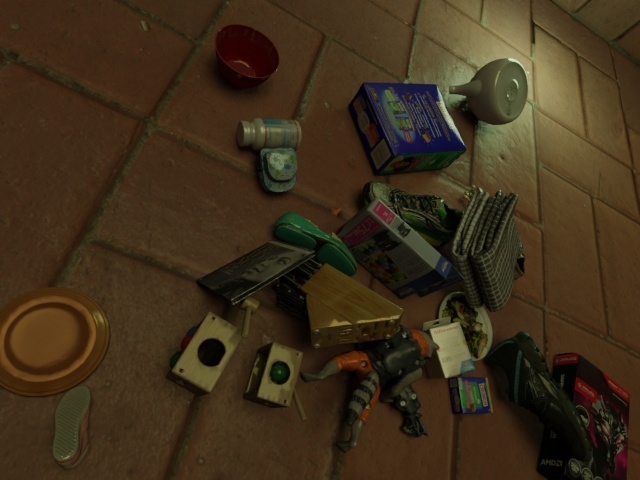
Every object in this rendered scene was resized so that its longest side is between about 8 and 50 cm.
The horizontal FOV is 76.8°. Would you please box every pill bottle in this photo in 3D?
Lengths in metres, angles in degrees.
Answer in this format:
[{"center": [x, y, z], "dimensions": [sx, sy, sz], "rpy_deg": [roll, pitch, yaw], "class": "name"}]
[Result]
[{"center": [-0.139, -0.284, 1.088], "dimensions": [0.160, 0.087, 0.087], "rpy_deg": [-5, 71, -28], "class": "pill bottle"}]

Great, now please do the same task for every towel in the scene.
[{"center": [0.482, 0.022, 1.139], "dimensions": [0.284, 0.121, 0.235], "rpy_deg": [-57, 130, -30], "class": "towel"}]

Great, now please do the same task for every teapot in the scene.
[{"center": [0.655, -0.563, 1.552], "dimensions": [0.253, 0.187, 0.256], "rpy_deg": [-50, 122, -15], "class": "teapot"}]

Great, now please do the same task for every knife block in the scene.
[{"center": [0.027, 0.115, 0.934], "dimensions": [0.275, 0.088, 0.242], "rpy_deg": [-6, 50, -6], "class": "knife block"}]

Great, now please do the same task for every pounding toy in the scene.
[{"center": [-0.207, 0.184, 0.796], "dimensions": [0.094, 0.181, 0.206], "rpy_deg": [33, 58, -9], "class": "pounding toy"}, {"center": [-0.084, 0.293, 0.835], "dimensions": [0.100, 0.141, 0.130], "rpy_deg": [24, 60, -16], "class": "pounding toy"}]

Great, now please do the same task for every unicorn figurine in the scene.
[{"center": [0.530, -0.121, 1.363], "dimensions": [0.111, 0.060, 0.162], "rpy_deg": [44, 57, -3], "class": "unicorn figurine"}]

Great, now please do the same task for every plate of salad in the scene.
[{"center": [0.426, 0.243, 1.164], "dimensions": [0.199, 0.048, 0.200], "rpy_deg": [10, 65, -22], "class": "plate of salad"}]

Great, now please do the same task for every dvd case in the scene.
[{"center": [-0.144, 0.061, 0.903], "dimensions": [0.221, 0.164, 0.018], "rpy_deg": [-29, 117, -33], "class": "dvd case"}]

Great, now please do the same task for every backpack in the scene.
[{"center": [-0.110, -0.182, 1.049], "dimensions": [0.104, 0.084, 0.115], "rpy_deg": [-7, 97, -23], "class": "backpack"}]

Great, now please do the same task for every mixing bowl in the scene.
[{"center": [-0.216, -0.499, 1.135], "dimensions": [0.181, 0.098, 0.182], "rpy_deg": [11, 64, -23], "class": "mixing bowl"}]

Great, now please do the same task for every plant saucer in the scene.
[{"center": [-0.498, 0.180, 0.742], "dimensions": [0.199, 0.037, 0.200], "rpy_deg": [11, 64, -23], "class": "plant saucer"}]

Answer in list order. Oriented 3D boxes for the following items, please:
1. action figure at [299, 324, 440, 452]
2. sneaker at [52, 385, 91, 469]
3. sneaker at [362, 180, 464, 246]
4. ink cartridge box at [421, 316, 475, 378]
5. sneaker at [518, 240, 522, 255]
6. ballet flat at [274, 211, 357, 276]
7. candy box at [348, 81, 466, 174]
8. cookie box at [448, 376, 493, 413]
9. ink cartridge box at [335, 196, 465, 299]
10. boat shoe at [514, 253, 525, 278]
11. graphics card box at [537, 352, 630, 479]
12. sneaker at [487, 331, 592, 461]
[{"center": [0.158, 0.330, 0.920], "dimensions": [0.330, 0.178, 0.342], "rpy_deg": [-31, 86, -30], "class": "action figure"}, {"center": [-0.432, 0.330, 0.708], "dimensions": [0.050, 0.070, 0.134], "rpy_deg": [-2, 40, -18], "class": "sneaker"}, {"center": [0.279, -0.100, 1.180], "dimensions": [0.343, 0.146, 0.134], "rpy_deg": [18, 62, -18], "class": "sneaker"}, {"center": [0.322, 0.280, 1.062], "dimensions": [0.092, 0.090, 0.143], "rpy_deg": [-9, 72, -15], "class": "ink cartridge box"}, {"center": [0.579, 0.046, 1.306], "dimensions": [0.087, 0.083, 0.221], "rpy_deg": [46, 55, 4], "class": "sneaker"}, {"center": [0.000, 0.000, 1.042], "dimensions": [0.247, 0.083, 0.087], "rpy_deg": [31, 45, -14], "class": "ballet flat"}, {"center": [0.283, -0.366, 1.312], "dimensions": [0.316, 0.122, 0.269], "rpy_deg": [-11, 73, -28], "class": "candy box"}, {"center": [0.402, 0.415, 1.082], "dimensions": [0.107, 0.040, 0.092], "rpy_deg": [9, 64, -23], "class": "cookie box"}, {"center": [0.199, 0.045, 1.054], "dimensions": [0.311, 0.186, 0.065], "rpy_deg": [39, 55, -7], "class": "ink cartridge box"}, {"center": [0.667, 0.063, 1.360], "dimensions": [0.050, 0.045, 0.136], "rpy_deg": [16, 63, -20], "class": "boat shoe"}, {"center": [0.775, 0.549, 1.178], "dimensions": [0.232, 0.094, 0.371], "rpy_deg": [38, 58, -8], "class": "graphics card box"}, {"center": [0.595, 0.429, 1.101], "dimensions": [0.125, 0.139, 0.341], "rpy_deg": [24, 37, -59], "class": "sneaker"}]
